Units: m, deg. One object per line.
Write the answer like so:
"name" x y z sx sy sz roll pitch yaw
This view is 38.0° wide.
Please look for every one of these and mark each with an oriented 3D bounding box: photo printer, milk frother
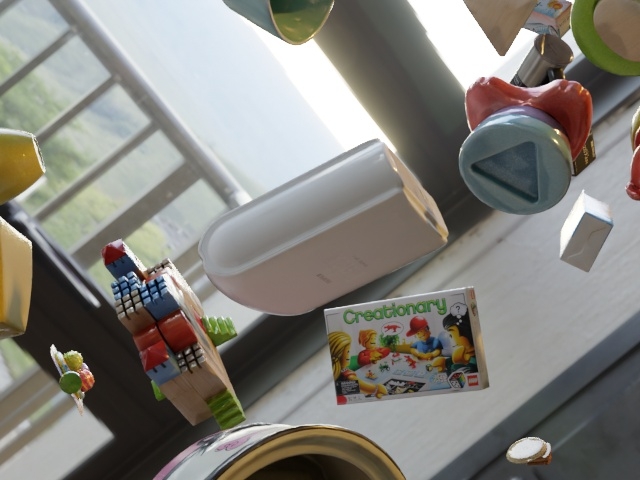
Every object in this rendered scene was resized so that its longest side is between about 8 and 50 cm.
"photo printer" 0.000 0.000 1.279 0.256 0.308 0.107 38 29 -63
"milk frother" 0.457 -0.313 1.808 0.129 0.143 0.134 63 -30 24

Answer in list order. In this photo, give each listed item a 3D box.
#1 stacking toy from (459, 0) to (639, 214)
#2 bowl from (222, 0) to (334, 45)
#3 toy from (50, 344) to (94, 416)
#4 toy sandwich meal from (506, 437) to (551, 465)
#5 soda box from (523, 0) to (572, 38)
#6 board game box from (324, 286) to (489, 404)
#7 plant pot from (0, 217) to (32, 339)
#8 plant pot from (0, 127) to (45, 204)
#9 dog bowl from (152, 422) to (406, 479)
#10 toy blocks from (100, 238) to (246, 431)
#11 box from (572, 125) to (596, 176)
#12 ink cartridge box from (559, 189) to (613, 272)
"stacking toy" 0.281 -0.144 1.010 0.309 0.130 0.279 0 -51 31
"bowl" -0.092 -0.530 1.719 0.163 0.311 0.311 16 -15 23
"toy" -0.509 0.278 1.931 0.136 0.056 0.237 64 -11 -6
"toy sandwich meal" 0.389 0.397 1.727 0.085 0.086 0.029 -128 -166 -75
"soda box" 0.425 -0.471 1.895 0.183 0.058 0.063 33 -19 38
"board game box" 0.162 0.207 1.799 0.053 0.305 0.193 4 76 -62
"plant pot" -0.650 0.091 1.710 0.212 0.212 0.187 88 -13 -76
"plant pot" -0.513 -0.131 1.536 0.134 0.095 0.134 164 -90 -81
"dog bowl" -0.072 0.410 1.136 0.150 0.408 0.408 7 -36 51
"toy blocks" -0.287 0.152 1.718 0.381 0.191 0.261 60 -1 45
"box" 0.361 -0.141 1.309 0.018 0.067 0.083 7 -60 41
"ink cartridge box" 0.508 -0.022 1.778 0.062 0.104 0.181 25 22 6
